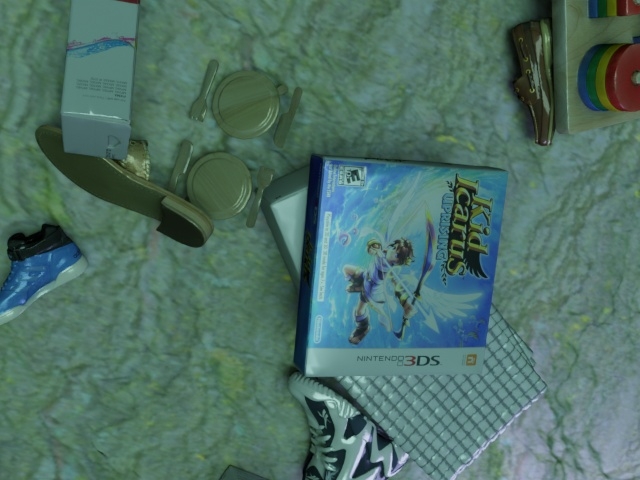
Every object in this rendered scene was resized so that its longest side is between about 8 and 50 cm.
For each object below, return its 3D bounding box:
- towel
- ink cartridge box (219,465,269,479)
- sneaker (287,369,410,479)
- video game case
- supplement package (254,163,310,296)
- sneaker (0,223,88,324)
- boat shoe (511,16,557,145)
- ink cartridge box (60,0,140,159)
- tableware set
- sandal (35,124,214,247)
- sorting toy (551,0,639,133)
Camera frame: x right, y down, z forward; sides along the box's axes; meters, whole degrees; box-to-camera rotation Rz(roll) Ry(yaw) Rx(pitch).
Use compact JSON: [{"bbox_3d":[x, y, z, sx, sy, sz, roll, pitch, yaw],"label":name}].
[{"bbox_3d":[0.161,0.176,1.087,0.235,0.121,0.284,-44,110,-3],"label":"towel"},{"bbox_3d":[-0.072,0.414,1.039,0.139,0.190,0.082,28,95,-21],"label":"ink cartridge box"},{"bbox_3d":[0.006,0.303,1.084,0.153,0.094,0.235,-50,122,-8],"label":"sneaker"},{"bbox_3d":[0.100,0.035,0.944,0.244,0.061,0.270,2,100,-18],"label":"video game case"},{"bbox_3d":[0.000,0.000,0.998,0.105,0.105,0.179,-25,110,-8],"label":"supplement package"},{"bbox_3d":[-0.373,0.038,0.924,0.152,0.058,0.085,-33,116,-10],"label":"sneaker"},{"bbox_3d":[0.301,-0.220,1.057,0.060,0.064,0.178,-3,110,18],"label":"boat shoe"},{"bbox_3d":[-0.242,-0.193,0.832,0.072,0.127,0.175,5,76,-16],"label":"ink cartridge box"},{"bbox_3d":[-0.109,-0.120,0.963,0.128,0.039,0.194,20,92,8],"label":"tableware set"},{"bbox_3d":[-0.227,-0.085,0.933,0.240,0.088,0.079,32,54,-3],"label":"sandal"},{"bbox_3d":[0.440,-0.289,1.024,0.257,0.089,0.255,-16,109,-28],"label":"sorting toy"}]
